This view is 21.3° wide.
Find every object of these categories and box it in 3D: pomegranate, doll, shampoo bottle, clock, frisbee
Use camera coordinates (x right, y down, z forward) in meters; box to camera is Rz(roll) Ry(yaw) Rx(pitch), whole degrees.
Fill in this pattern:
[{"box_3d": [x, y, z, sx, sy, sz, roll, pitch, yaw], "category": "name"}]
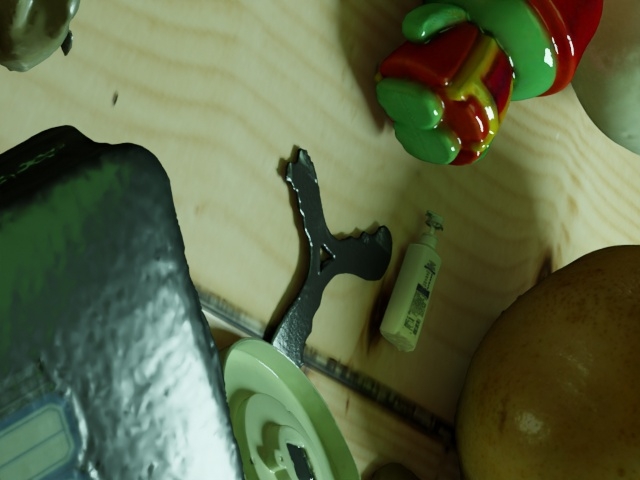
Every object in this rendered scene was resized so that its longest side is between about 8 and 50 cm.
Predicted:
[{"box_3d": [0.321, 0.195, 1.774, 0.416, 0.416, 0.416, -14, 108, -53], "category": "pomegranate"}, {"box_3d": [0.189, -0.229, 1.667, 0.363, 0.160, 0.182, -57, 131, -33], "category": "doll"}, {"box_3d": [0.095, 0.038, 1.694, 0.049, 0.034, 0.141, 38, 64, -43], "category": "shampoo bottle"}, {"box_3d": [-0.024, 0.192, 1.442, 0.235, 0.029, 0.235, 49, 24, -30], "category": "clock"}, {"box_3d": [0.000, 0.000, 1.569, 0.211, 0.012, 0.187, -40, 126, -44], "category": "frisbee"}]

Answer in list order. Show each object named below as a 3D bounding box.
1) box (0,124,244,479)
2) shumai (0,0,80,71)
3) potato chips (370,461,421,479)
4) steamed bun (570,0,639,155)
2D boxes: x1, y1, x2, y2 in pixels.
[{"box_3d": [-0.223, 0.135, 1.159, 0.359, 0.091, 0.350, -34, 123, -33], "category": "box"}, {"box_3d": [-0.292, -0.253, 0.996, 0.262, 0.267, 0.314, -5, 71, -25], "category": "shumai"}, {"box_3d": [0.086, 0.314, 1.720, 0.202, 0.049, 0.150, 61, 43, -33], "category": "potato chips"}, {"box_3d": [0.377, -0.251, 1.875, 0.312, 0.233, 0.334, 1, 87, -53], "category": "steamed bun"}]
